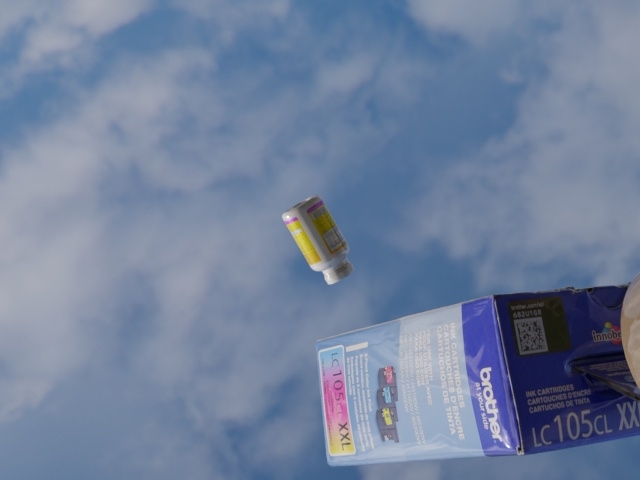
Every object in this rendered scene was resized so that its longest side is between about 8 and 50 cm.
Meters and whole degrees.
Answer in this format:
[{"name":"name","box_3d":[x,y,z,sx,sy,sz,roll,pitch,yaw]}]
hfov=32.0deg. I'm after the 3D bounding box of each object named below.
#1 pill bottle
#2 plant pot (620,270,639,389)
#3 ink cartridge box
[{"name":"pill bottle","box_3d":[0.000,0.000,1.091,0.043,0.083,0.043,-29,-173,4]},{"name":"plant pot","box_3d":[0.350,0.053,0.805,0.229,0.263,0.263,-37,-164,53]},{"name":"ink cartridge box","box_3d":[0.205,0.133,1.118,0.270,0.395,0.151,-3,-102,-30]}]
